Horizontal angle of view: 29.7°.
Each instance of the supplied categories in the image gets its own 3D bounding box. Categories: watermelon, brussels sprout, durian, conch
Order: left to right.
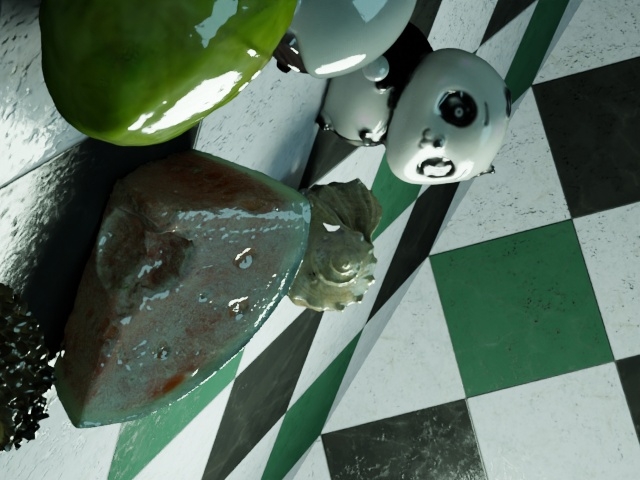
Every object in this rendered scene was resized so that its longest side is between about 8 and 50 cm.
[{"bbox_3d":[-0.272,0.076,0.795,0.196,0.167,0.196,10,90,-70],"label":"durian"},{"bbox_3d":[-0.168,0.030,1.202,0.318,0.148,0.226,-45,146,-6],"label":"watermelon"},{"bbox_3d":[-0.109,-0.161,0.869,0.223,0.161,0.223,-46,156,-27],"label":"brussels sprout"},{"bbox_3d":[0.000,0.000,1.619,0.178,0.163,0.245,-41,-167,-10],"label":"conch"}]

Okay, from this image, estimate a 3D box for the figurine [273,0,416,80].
[{"bbox_3d":[0.009,-0.286,1.045,0.370,0.167,0.281,92,16,-52],"label":"figurine"}]

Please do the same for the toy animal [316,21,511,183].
[{"bbox_3d":[0.131,-0.176,1.563,0.165,0.235,0.187,-34,151,-48],"label":"toy animal"}]
